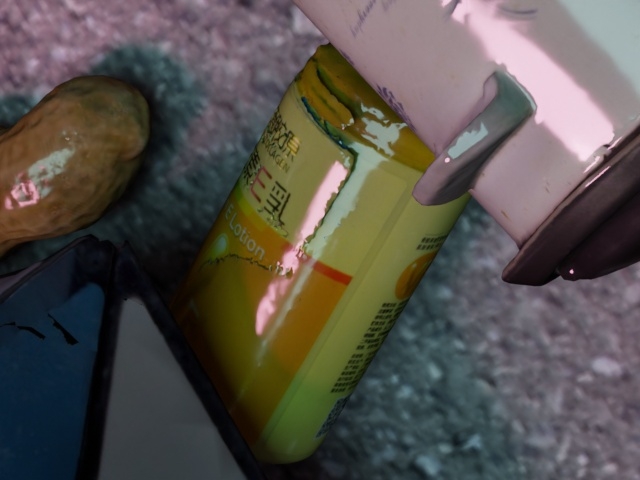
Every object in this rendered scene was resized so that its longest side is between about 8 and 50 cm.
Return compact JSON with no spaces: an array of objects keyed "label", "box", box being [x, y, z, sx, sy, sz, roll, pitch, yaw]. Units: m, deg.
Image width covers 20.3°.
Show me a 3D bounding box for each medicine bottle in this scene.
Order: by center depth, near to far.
[{"label":"medicine bottle","box":[0.000,0.000,0.980,0.124,0.124,0.239,31,112,5]}]

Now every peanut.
[{"label":"peanut","box":[-0.180,-0.036,1.047,0.192,0.089,0.089,-22,100,18]}]

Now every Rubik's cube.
[{"label":"Rubik's cube","box":[-0.207,0.209,0.947,0.305,0.310,0.307,-10,113,52]}]

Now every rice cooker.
[{"label":"rice cooker","box":[0.137,-0.124,0.819,0.316,0.317,0.264,39,151,2]}]
